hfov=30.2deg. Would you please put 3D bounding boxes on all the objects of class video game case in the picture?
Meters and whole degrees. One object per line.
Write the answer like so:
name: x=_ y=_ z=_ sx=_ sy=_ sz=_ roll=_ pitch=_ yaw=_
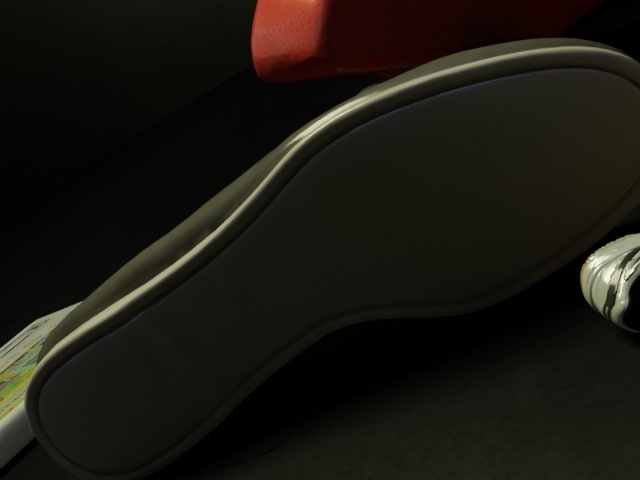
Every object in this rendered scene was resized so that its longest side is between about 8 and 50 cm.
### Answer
video game case: x=-0.218 y=0.104 z=0.863 sx=0.206 sy=0.026 sz=0.227 roll=-21 pitch=16 yaw=41

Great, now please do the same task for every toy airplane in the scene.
toy airplane: x=0.137 y=-0.236 z=0.732 sx=0.386 sy=0.272 sz=0.384 roll=-21 pitch=20 yaw=11

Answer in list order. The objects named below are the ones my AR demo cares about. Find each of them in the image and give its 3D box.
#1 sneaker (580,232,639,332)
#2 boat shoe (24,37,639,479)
sneaker: x=0.134 y=0.005 z=0.417 sx=0.083 sy=0.032 sz=0.037 roll=-36 pitch=26 yaw=6
boat shoe: x=0.000 y=0.000 z=0.554 sx=0.335 sy=0.112 sz=0.095 roll=-31 pitch=17 yaw=20
